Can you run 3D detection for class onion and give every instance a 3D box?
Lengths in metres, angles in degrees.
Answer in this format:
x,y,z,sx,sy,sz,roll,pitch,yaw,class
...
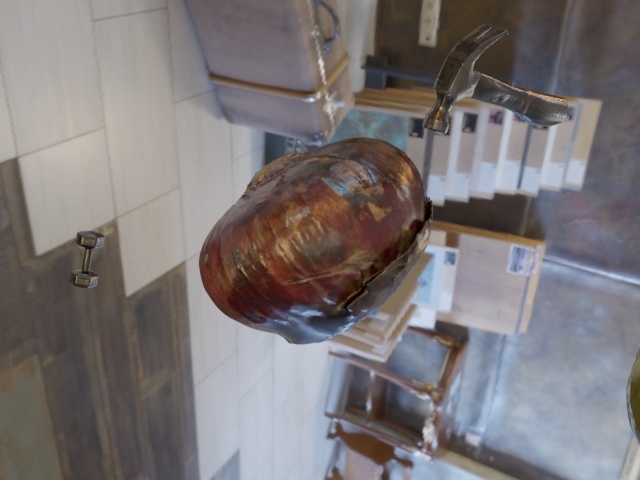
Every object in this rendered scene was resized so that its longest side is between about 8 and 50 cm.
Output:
x,y,z,sx,sy,sz,roll,pitch,yaw,class
0.000,0.000,0.680,0.190,0.246,0.246,52,48,-13,onion

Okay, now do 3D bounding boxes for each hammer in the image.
x,y,z,sx,sy,sz,roll,pitch,yaw,class
0.252,-0.195,0.872,0.290,0.037,0.137,0,118,-44,hammer

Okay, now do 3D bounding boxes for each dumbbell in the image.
x,y,z,sx,sy,sz,roll,pitch,yaw,class
-0.340,0.027,0.963,0.040,0.036,0.083,-5,107,-71,dumbbell

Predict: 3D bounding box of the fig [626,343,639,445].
x,y,z,sx,sy,sz,roll,pitch,yaw,class
0.513,0.186,0.831,0.239,0.239,0.271,42,46,-62,fig
